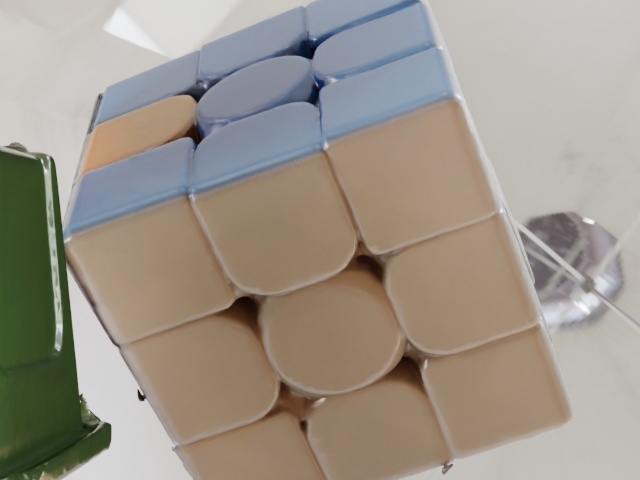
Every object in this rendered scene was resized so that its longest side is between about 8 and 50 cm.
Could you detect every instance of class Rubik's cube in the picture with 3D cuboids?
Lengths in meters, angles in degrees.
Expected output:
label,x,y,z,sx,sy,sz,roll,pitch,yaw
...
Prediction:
label,x,y,z,sx,sy,sz,roll,pitch,yaw
Rubik's cube,0.000,0.000,1.051,0.292,0.290,0.291,-21,-62,8

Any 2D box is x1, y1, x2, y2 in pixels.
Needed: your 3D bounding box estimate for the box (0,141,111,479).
label,x,y,z,sx,sy,sz,roll,pitch,yaw
box,-0.273,0.035,0.582,0.329,0.253,0.177,-3,-89,2
